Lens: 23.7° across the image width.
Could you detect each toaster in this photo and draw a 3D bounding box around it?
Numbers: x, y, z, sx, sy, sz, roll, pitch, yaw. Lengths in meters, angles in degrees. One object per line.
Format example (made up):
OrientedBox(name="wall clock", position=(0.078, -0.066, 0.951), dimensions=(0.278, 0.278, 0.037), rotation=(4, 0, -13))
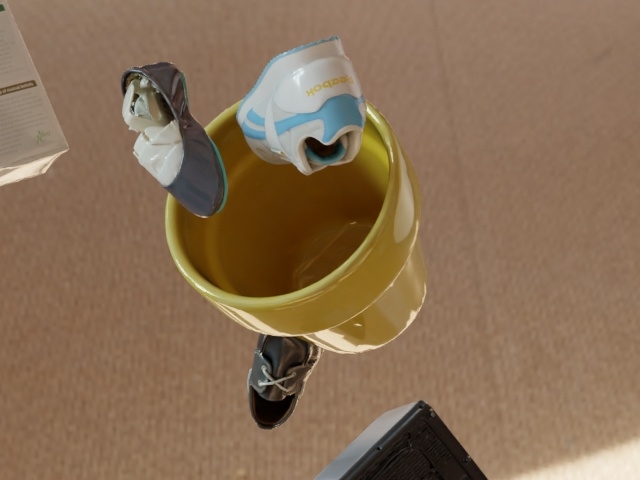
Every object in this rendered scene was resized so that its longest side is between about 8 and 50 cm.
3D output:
OrientedBox(name="toaster", position=(0.089, 0.295, 1.671), dimensions=(0.185, 0.110, 0.168), rotation=(-42, 96, -25))

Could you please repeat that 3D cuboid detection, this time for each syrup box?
OrientedBox(name="syrup box", position=(-0.378, -0.183, 1.702), dimensions=(0.096, 0.093, 0.237), rotation=(-20, 84, -33))

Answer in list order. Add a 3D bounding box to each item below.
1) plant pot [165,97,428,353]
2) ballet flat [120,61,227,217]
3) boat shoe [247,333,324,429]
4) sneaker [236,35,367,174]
OrientedBox(name="plant pot", position=(0.000, 0.000, 1.600), dimensions=(0.254, 0.239, 0.254), rotation=(-10, 62, 18))
OrientedBox(name="ballet flat", position=(-0.144, -0.096, 1.407), dimensions=(0.074, 0.074, 0.203), rotation=(-9, 45, -15))
OrientedBox(name="boat shoe", position=(-0.046, 0.161, 1.897), dimensions=(0.084, 0.233, 0.079), rotation=(16, 57, -2))
OrientedBox(name="sneaker", position=(-0.016, -0.100, 1.370), dimensions=(0.087, 0.229, 0.092), rotation=(-20, 81, -12))
